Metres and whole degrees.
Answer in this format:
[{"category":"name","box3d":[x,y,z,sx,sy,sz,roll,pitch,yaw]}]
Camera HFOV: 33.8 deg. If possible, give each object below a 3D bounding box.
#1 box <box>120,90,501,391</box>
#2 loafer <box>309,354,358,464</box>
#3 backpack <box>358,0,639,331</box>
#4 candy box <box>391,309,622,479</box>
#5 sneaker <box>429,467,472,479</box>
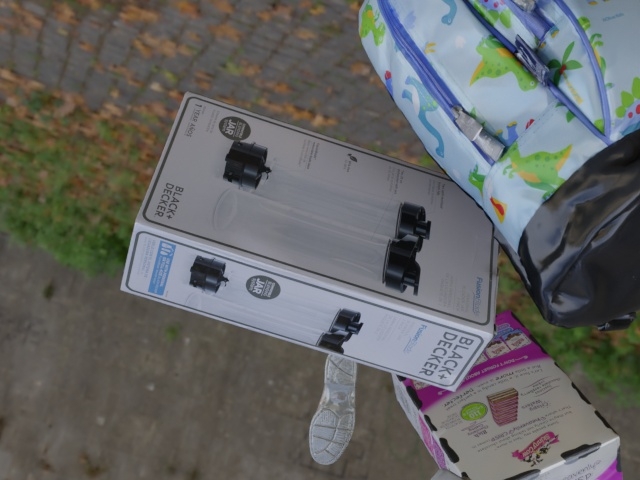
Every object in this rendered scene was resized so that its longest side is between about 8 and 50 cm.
[{"category":"box","box3d":[0.000,0.000,0.873,0.290,0.169,0.087,16,136,-6]},{"category":"loafer","box3d":[0.019,0.169,1.092,0.045,0.125,0.039,12,-173,10]},{"category":"backpack","box3d":[0.189,-0.140,0.815,0.290,0.273,0.355,-11,-141,-31]},{"category":"candy box","box3d":[0.189,0.188,1.119,0.233,0.159,0.071,-122,14,-55]},{"category":"sneaker","box3d":[0.095,0.182,0.357,0.126,0.127,0.321,33,176,-17]}]
